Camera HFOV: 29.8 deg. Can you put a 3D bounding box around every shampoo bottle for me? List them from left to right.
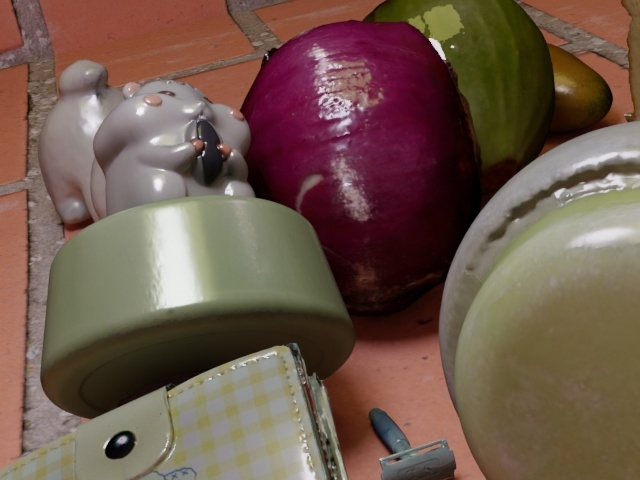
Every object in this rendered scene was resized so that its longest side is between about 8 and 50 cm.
[{"bbox_3d":[0.256,0.066,0.912,0.322,0.322,0.317,-2,19,21],"label":"shampoo bottle"}]

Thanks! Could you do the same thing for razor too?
[{"bbox_3d":[0.070,0.185,1.104,0.068,0.040,0.135,-15,16,-10],"label":"razor"}]

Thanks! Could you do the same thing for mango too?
[{"bbox_3d":[0.335,-0.227,1.809,0.151,0.120,0.221,-18,31,-16],"label":"mango"}]

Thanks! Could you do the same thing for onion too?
[{"bbox_3d":[-0.007,-0.065,1.357,0.385,0.348,0.348,-17,23,4],"label":"onion"}]

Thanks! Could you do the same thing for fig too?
[{"bbox_3d":[0.177,-0.186,1.609,0.316,0.316,0.316,-10,23,4],"label":"fig"}]

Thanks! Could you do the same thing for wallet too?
[{"bbox_3d":[-0.131,0.214,0.922,0.309,0.077,0.223,-21,46,5],"label":"wallet"}]

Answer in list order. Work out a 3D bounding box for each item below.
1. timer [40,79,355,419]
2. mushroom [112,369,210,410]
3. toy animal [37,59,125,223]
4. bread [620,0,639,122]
[{"bbox_3d":[-0.133,-0.014,1.166,0.291,0.291,0.315,-11,67,2],"label":"timer"},{"bbox_3d":[-0.088,0.195,1.043,0.188,0.117,0.141,19,63,40],"label":"mushroom"},{"bbox_3d":[-0.259,-0.132,1.724,0.196,0.241,0.367,-30,28,-32],"label":"toy animal"},{"bbox_3d":[0.575,-0.271,1.609,0.279,0.279,0.207,-15,21,-15],"label":"bread"}]
